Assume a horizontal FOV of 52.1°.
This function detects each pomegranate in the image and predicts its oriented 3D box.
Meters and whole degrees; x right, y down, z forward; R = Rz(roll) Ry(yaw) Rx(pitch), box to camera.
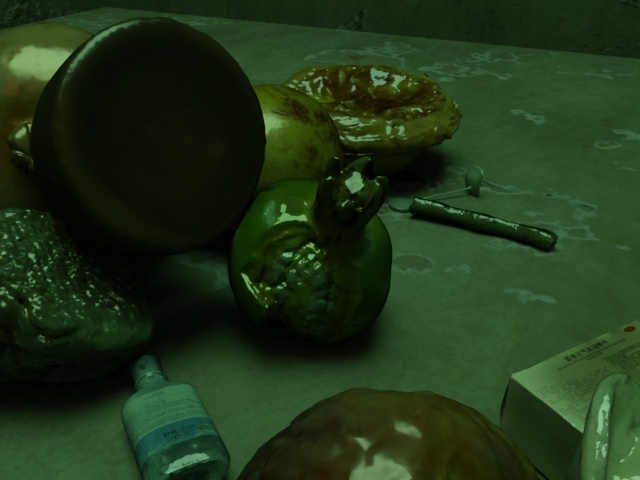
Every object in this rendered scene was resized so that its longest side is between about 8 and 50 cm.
[{"bbox_3d":[-0.404,-0.130,1.002,0.411,0.412,0.411,0,29,0],"label":"pomegranate"},{"bbox_3d":[0.000,0.000,0.859,0.235,0.302,0.236,12,47,-13],"label":"pomegranate"}]

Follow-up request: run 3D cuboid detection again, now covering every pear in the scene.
[{"bbox_3d":[-0.097,-0.138,1.133,0.280,0.281,0.281,0,29,0],"label":"pear"}]

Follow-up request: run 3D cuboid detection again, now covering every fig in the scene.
[{"bbox_3d":[0.005,0.260,0.515,0.286,0.286,0.368,-29,8,-41],"label":"fig"}]

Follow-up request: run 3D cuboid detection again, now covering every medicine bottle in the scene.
[{"bbox_3d":[-0.174,0.201,0.738,0.090,0.054,0.208,-14,29,-23],"label":"medicine bottle"}]

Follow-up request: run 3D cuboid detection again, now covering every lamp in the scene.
[{"bbox_3d":[0.226,-0.099,1.283,0.198,0.056,0.050,-14,35,-18],"label":"lamp"}]

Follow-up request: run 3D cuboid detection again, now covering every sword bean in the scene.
[{"bbox_3d":[0.289,-0.033,1.174,0.269,0.038,0.043,17,28,26],"label":"sword bean"}]

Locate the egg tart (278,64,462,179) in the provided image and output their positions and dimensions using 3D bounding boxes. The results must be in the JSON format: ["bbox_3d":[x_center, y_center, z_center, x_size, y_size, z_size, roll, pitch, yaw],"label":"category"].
[{"bbox_3d":[0.086,-0.250,1.426,0.443,0.178,0.443,1,31,-1],"label":"egg tart"}]

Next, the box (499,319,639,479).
[{"bbox_3d":[0.331,0.190,0.711,0.212,0.095,0.168,-15,34,-26],"label":"box"}]

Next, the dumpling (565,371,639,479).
[{"bbox_3d":[0.261,0.268,0.473,0.318,0.187,0.243,47,57,1],"label":"dumpling"}]

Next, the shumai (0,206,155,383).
[{"bbox_3d":[-0.358,0.102,0.829,0.260,0.222,0.225,22,29,-29],"label":"shumai"}]

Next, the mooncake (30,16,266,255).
[{"bbox_3d":[-0.217,-0.121,0.831,0.284,0.285,0.155,-25,15,-37],"label":"mooncake"}]
